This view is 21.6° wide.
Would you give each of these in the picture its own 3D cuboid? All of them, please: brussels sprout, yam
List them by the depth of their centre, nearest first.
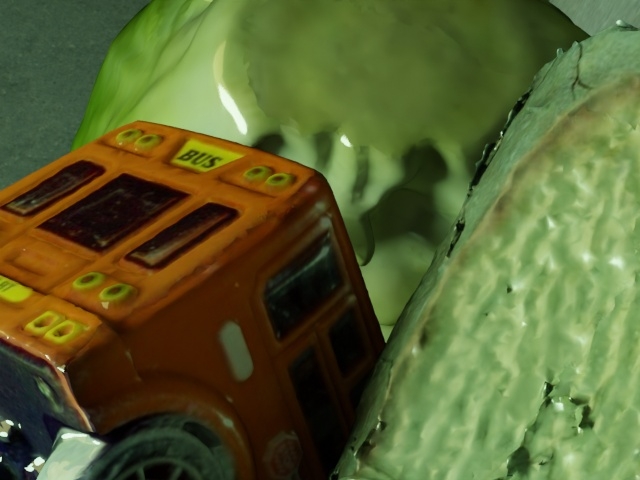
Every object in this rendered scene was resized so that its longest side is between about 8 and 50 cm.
[{"bbox_3d":[0.073,0.075,0.481,0.254,0.154,0.154,-63,5,-16],"label":"yam"},{"bbox_3d":[0.000,0.000,0.833,0.371,0.276,0.314,116,177,-50],"label":"brussels sprout"}]

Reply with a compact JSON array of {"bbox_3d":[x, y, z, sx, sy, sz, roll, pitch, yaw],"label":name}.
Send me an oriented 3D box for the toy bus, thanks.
[{"bbox_3d":[-0.030,0.131,0.587,0.153,0.329,0.143,-35,32,-29],"label":"toy bus"}]
